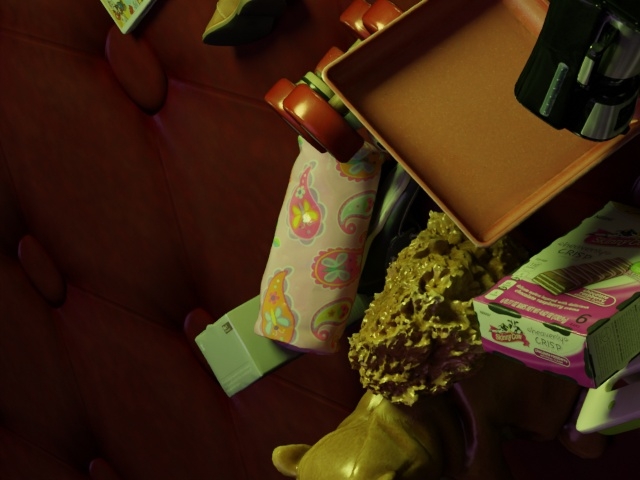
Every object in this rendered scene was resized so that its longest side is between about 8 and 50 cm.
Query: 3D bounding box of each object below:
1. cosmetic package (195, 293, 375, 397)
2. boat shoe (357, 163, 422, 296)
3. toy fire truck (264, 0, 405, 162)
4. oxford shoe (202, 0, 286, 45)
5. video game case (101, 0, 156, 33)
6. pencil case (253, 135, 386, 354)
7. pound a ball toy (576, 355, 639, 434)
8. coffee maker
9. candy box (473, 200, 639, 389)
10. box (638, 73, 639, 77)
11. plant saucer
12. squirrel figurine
[{"bbox_3d":[-0.035,0.105,2.371,0.107,0.238,0.127,57,152,3],"label":"cosmetic package"},{"bbox_3d":[0.096,-0.014,2.265,0.079,0.084,0.233,16,135,-5],"label":"boat shoe"},{"bbox_3d":[0.089,-0.134,2.042,0.254,0.169,0.302,44,179,-13],"label":"toy fire truck"},{"bbox_3d":[-0.097,-0.306,2.284,0.212,0.076,0.076,147,121,-61],"label":"oxford shoe"},{"bbox_3d":[-0.296,-0.427,2.476,0.227,0.026,0.206,56,148,2],"label":"video game case"},{"bbox_3d":[0.000,0.000,2.231,0.124,0.124,0.284,15,93,48],"label":"pencil case"},{"bbox_3d":[0.437,0.190,1.931,0.208,0.136,0.319,36,151,-12],"label":"pound a ball toy"},{"bbox_3d":[0.265,-0.212,1.773,0.171,0.120,0.178,58,151,27],"label":"coffee maker"},{"bbox_3d":[0.299,0.052,1.869,0.159,0.233,0.071,17,130,45],"label":"candy box"},{"bbox_3d":[0.368,-0.196,1.761,0.201,0.021,0.164,60,148,-4],"label":"box"},{"bbox_3d":[0.174,-0.143,1.860,0.258,0.259,0.048,48,160,15],"label":"plant saucer"},{"bbox_3d":[0.115,0.176,2.099,0.281,0.370,0.397,25,136,42],"label":"squirrel figurine"}]
